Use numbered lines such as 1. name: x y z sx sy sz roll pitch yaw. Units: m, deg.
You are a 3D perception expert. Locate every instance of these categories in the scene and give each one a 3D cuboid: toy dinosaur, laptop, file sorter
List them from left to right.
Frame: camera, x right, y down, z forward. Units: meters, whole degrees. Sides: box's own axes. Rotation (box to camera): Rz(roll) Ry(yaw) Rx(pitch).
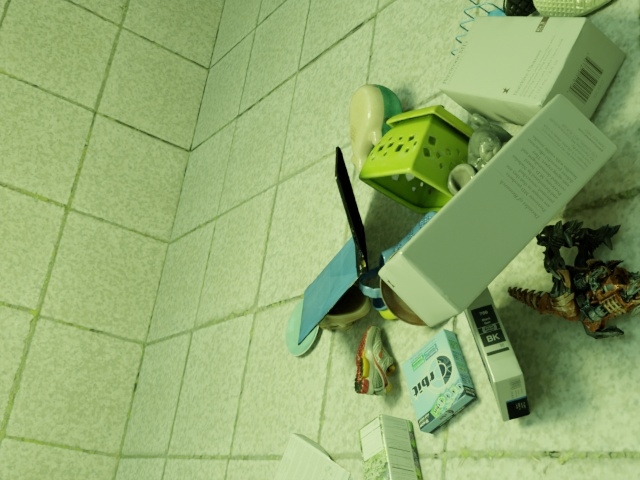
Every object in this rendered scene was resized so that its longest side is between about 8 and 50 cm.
1. laptop: 0.000 0.000 2.026 0.236 0.408 0.382 -16 17 6
2. file sorter: 0.429 -0.553 1.945 0.118 0.104 0.170 7 77 59
3. toy dinosaur: 0.488 0.079 1.414 0.322 0.164 0.218 -8 80 34

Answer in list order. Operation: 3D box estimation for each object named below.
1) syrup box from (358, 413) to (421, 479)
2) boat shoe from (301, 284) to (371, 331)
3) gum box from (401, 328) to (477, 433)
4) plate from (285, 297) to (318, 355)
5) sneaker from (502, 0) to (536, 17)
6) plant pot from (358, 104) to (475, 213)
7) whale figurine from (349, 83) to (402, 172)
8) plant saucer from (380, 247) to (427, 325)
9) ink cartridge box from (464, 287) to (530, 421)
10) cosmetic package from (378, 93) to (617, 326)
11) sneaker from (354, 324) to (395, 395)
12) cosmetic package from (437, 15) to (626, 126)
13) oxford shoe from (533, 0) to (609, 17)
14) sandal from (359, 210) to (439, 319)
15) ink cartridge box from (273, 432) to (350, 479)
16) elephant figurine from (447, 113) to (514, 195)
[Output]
1. syrup box: 0.162 0.527 1.694 0.093 0.096 0.237 -47 37 36
2. boat shoe: 0.060 0.199 2.070 0.302 0.098 0.109 -19 34 57
3. gum box: 0.268 0.322 1.708 0.157 0.041 0.184 -48 37 32
4. plate: -0.048 0.265 2.281 0.188 0.024 0.188 -36 44 44
5. sneaker: 0.534 -0.686 1.892 0.283 0.107 0.124 -64 15 0
6. plant pot: 0.269 -0.207 1.875 0.228 0.227 0.207 0 66 59
7. whale figurine: 0.165 -0.334 2.245 0.216 0.141 0.272 -123 35 -56
8. plant saucer: 0.244 0.108 1.804 0.198 0.036 0.199 -1 87 19
9. ink cartridge box: 0.346 0.190 1.544 0.065 0.165 0.333 -19 47 6
10. cosmetic package: 0.337 -0.052 1.452 0.453 0.161 0.230 -43 -5 -12
11. sneaker: 0.140 0.310 1.897 0.225 0.092 0.088 -82 9 -50
12. cosmetic package: 0.469 -0.386 1.712 0.217 0.156 0.385 -62 31 1
13. oxford shoe: 0.655 -0.651 1.632 0.130 0.169 0.449 -38 -4 -41
14. sandal: 0.209 0.058 1.883 0.317 0.138 0.126 -57 29 16
15. ink cartridge box: -0.022 0.651 1.984 0.232 0.066 0.189 21 90 39
16. elephant figurine: 0.381 -0.135 1.724 0.186 0.169 0.239 -63 -6 -60
